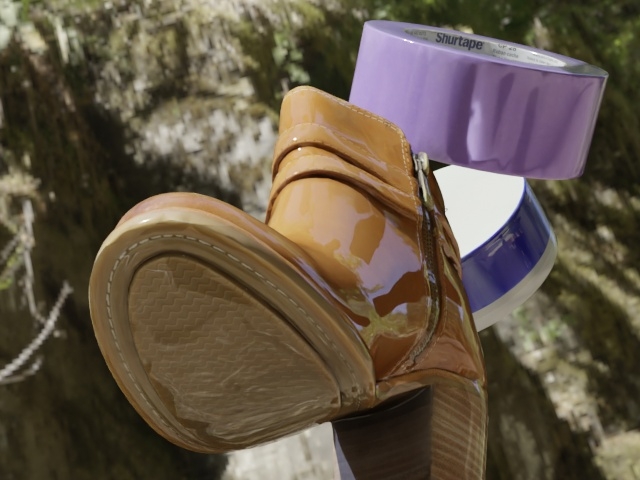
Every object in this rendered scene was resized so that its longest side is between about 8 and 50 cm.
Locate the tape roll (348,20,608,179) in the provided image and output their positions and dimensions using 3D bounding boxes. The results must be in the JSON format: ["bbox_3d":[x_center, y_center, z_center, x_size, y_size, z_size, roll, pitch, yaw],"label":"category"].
[{"bbox_3d":[0.117,-0.110,0.982,0.189,0.189,0.080,2,-73,-34],"label":"tape roll"}]

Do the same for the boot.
[{"bbox_3d":[0.000,0.000,0.621,0.109,0.220,0.283,-24,-42,29],"label":"boot"}]

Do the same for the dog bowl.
[{"bbox_3d":[0.166,0.012,1.664,0.265,0.265,0.104,-24,-64,15],"label":"dog bowl"}]
